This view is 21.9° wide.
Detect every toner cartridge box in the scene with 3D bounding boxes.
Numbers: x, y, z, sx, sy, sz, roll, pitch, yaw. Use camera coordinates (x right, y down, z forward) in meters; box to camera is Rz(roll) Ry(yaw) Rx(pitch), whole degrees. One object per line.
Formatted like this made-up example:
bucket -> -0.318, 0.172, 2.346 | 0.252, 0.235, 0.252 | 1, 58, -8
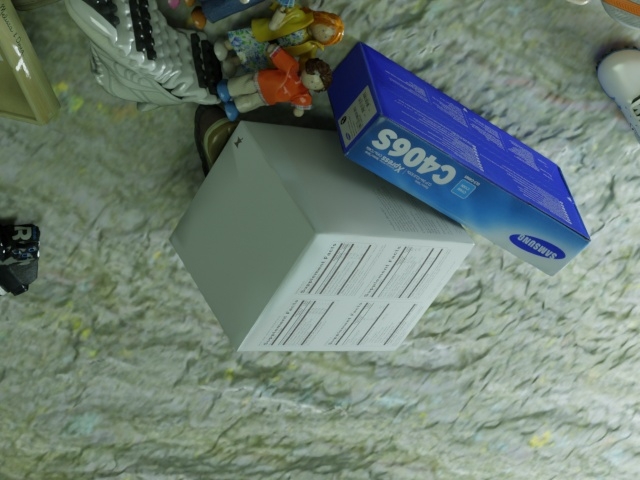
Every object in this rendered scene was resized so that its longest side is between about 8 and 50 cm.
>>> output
toner cartridge box -> 0.170, -0.098, 2.046 | 0.348, 0.165, 0.075 | 29, 119, -28

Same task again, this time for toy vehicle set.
toy vehicle set -> -0.403, -0.244, 1.827 | 0.166, 0.035, 0.266 | 15, 145, 28

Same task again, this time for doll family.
doll family -> -0.065, -0.271, 1.911 | 0.163, 0.118, 0.263 | -14, 124, 22

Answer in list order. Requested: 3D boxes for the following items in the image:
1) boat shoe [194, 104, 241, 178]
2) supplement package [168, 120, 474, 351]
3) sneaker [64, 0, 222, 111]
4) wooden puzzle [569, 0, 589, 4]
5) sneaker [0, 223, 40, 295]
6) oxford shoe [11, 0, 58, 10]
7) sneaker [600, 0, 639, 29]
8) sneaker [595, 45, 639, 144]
boat shoe -> -0.106, -0.095, 2.060 | 0.080, 0.073, 0.223 | -28, 148, -6
supplement package -> 0.000, 0.000, 2.018 | 0.263, 0.199, 0.198 | 3, 132, -42
sneaker -> -0.218, -0.214, 1.876 | 0.118, 0.110, 0.292 | -14, 158, 19
wooden puzzle -> 0.276, -0.397, 1.902 | 0.221, 0.044, 0.238 | 16, 124, -21
sneaker -> -0.417, -0.015, 2.071 | 0.121, 0.079, 0.217 | -15, 138, -2
oxford shoe -> -0.214, -0.355, 1.825 | 0.348, 0.123, 0.130 | -18, 153, 6
sneaker -> 0.450, -0.291, 1.902 | 0.321, 0.180, 0.124 | 23, 122, -19
sneaker -> 0.429, -0.155, 2.098 | 0.085, 0.086, 0.237 | -32, 125, 18
